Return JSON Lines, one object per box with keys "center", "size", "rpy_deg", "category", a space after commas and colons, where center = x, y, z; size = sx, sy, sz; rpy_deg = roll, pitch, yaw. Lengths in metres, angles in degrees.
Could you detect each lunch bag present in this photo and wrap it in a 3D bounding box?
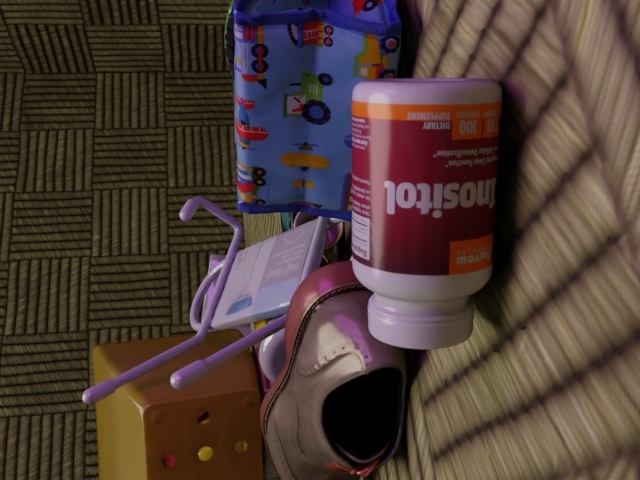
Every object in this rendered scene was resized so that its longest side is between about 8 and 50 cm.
{"center": [0.002, -0.200, 0.714], "size": [0.221, 0.138, 0.293], "rpy_deg": [96, 180, -47], "category": "lunch bag"}

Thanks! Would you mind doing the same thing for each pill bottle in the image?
{"center": [0.061, -0.018, 0.424], "size": [0.086, 0.086, 0.152], "rpy_deg": [-124, 31, -73], "category": "pill bottle"}
{"center": [-0.031, 0.086, 0.927], "size": [0.215, 0.117, 0.117], "rpy_deg": [-108, 18, -59], "category": "pill bottle"}

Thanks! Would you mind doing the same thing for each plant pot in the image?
{"center": [-0.174, 0.246, 0.933], "size": [0.187, 0.212, 0.212], "rpy_deg": [-170, 77, -67], "category": "plant pot"}

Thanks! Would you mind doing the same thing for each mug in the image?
{"center": [-0.003, -0.002, 0.920], "size": [0.064, 0.062, 0.078], "rpy_deg": [92, -175, -76], "category": "mug"}

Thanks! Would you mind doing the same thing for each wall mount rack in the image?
{"center": [-0.114, 0.059, 0.819], "size": [0.350, 0.130, 0.304], "rpy_deg": [-21, 43, 48], "category": "wall mount rack"}

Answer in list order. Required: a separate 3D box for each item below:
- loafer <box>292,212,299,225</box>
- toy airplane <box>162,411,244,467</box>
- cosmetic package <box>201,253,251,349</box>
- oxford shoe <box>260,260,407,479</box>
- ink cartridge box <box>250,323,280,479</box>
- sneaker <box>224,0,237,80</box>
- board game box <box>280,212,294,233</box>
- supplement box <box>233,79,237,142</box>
{"center": [-0.029, -0.107, 0.981], "size": [0.080, 0.078, 0.220], "rpy_deg": [-105, 15, -54], "category": "loafer"}
{"center": [-0.142, 0.449, 1.336], "size": [0.272, 0.384, 0.386], "rpy_deg": [-45, 39, 18], "category": "toy airplane"}
{"center": [-0.148, 0.157, 1.441], "size": [0.365, 0.155, 0.197], "rpy_deg": [115, 161, -76], "category": "cosmetic package"}
{"center": [0.011, 0.187, 0.701], "size": [0.130, 0.123, 0.348], "rpy_deg": [-111, 18, -47], "category": "oxford shoe"}
{"center": [-0.037, 0.255, 1.032], "size": [0.197, 0.114, 0.273], "rpy_deg": [-111, 20, -60], "category": "ink cartridge box"}
{"center": [-0.047, -0.356, 0.952], "size": [0.146, 0.134, 0.343], "rpy_deg": [-94, 15, -57], "category": "sneaker"}
{"center": [-0.052, -0.051, 1.309], "size": [0.186, 0.026, 0.126], "rpy_deg": [134, 133, -78], "category": "board game box"}
{"center": [-0.097, -0.276, 1.253], "size": [0.220, 0.111, 0.114], "rpy_deg": [104, 161, -60], "category": "supplement box"}
